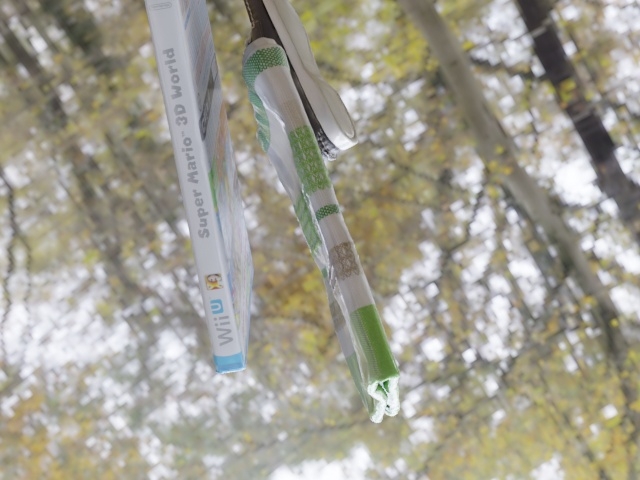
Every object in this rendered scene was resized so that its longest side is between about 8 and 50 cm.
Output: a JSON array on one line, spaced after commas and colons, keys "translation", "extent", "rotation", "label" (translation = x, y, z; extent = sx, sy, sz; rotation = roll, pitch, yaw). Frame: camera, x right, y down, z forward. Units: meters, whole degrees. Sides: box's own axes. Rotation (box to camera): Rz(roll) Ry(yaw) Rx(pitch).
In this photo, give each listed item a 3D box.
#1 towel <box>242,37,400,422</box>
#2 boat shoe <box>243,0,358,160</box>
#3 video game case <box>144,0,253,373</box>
[{"translation": [0.000, 0.000, 0.619], "extent": [0.023, 0.152, 0.113], "rotation": [-19, 164, -1], "label": "towel"}, {"translation": [-0.022, -0.095, 0.780], "extent": [0.038, 0.125, 0.046], "rotation": [-31, 163, 17], "label": "boat shoe"}, {"translation": [-0.051, -0.041, 0.634], "extent": [0.015, 0.166, 0.119], "rotation": [-9, -159, 2], "label": "video game case"}]
